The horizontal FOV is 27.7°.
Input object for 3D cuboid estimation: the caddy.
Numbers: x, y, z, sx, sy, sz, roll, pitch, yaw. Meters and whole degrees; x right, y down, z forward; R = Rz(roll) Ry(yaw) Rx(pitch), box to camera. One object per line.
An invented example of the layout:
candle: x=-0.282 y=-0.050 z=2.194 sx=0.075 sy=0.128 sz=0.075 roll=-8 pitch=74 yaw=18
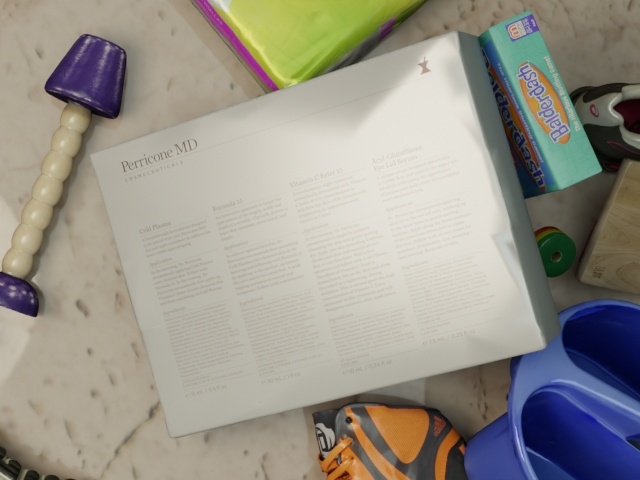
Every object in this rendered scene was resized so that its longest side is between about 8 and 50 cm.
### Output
caddy: x=0.309 y=0.210 z=1.237 sx=0.341 sy=0.179 sz=0.241 roll=36 pitch=63 yaw=-8

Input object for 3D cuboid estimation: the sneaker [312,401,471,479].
sneaker: x=0.003 y=0.264 z=1.270 sx=0.321 sy=0.124 sz=0.180 roll=-24 pitch=87 yaw=-19

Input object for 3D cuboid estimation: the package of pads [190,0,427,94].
package of pads: x=0.008 y=-0.302 z=1.293 sx=0.296 sy=0.101 sz=0.229 roll=-40 pitch=93 yaw=-7

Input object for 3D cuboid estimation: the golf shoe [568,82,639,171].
golf shoe: x=0.387 y=-0.110 z=1.328 sx=0.272 sy=0.120 sz=0.105 roll=1 pitch=86 yaw=-9

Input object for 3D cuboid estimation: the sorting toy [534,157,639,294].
sorting toy: x=0.337 y=-0.013 z=1.326 sx=0.274 sy=0.046 sz=0.132 roll=11 pitch=108 yaw=-26

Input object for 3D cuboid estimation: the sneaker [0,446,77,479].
sneaker: x=-0.291 y=0.295 z=1.229 sx=0.330 sy=0.130 sz=0.147 roll=36 pitch=110 yaw=-13

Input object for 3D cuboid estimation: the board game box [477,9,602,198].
board game box: x=0.186 y=-0.120 z=1.254 sx=0.047 sy=0.210 sz=0.160 roll=-24 pitch=90 yaw=-8

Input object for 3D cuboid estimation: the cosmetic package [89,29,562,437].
cosmetic package: x=0.000 y=0.000 z=1.203 sx=0.377 sy=0.097 sz=0.284 roll=-16 pitch=92 yaw=20

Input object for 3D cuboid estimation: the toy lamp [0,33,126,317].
toy lamp: x=-0.259 y=-0.066 z=1.259 sx=0.080 sy=0.080 sz=0.275 roll=21 pitch=84 yaw=-6
